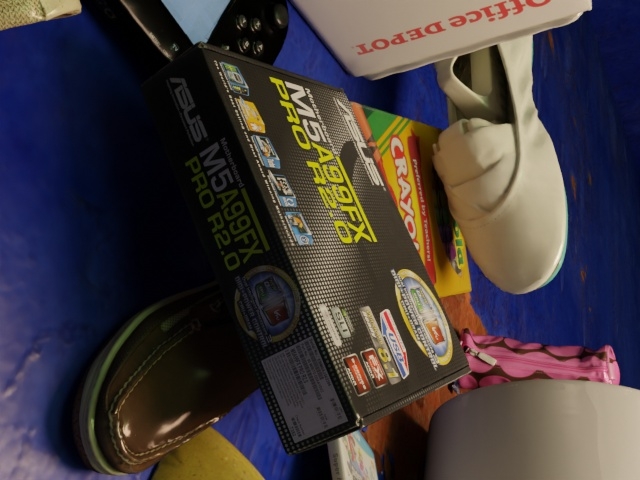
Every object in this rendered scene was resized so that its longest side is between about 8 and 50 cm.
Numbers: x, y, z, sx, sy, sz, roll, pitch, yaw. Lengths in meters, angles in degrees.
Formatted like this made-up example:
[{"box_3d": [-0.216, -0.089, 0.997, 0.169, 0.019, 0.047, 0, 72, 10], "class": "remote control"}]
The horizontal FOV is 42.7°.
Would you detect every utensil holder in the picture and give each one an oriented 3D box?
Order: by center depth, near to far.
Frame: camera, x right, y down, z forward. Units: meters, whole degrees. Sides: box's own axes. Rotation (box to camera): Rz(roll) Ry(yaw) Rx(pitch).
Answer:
[{"box_3d": [0.253, 0.382, 0.847, 0.327, 0.328, 0.385, 49, 39, -44], "class": "utensil holder"}]

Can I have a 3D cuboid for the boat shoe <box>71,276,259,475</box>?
[{"box_3d": [-0.067, 0.073, 0.588, 0.257, 0.095, 0.095, -45, 121, -56], "class": "boat shoe"}]

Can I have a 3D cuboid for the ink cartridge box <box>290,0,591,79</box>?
[{"box_3d": [0.068, -0.352, 0.772, 0.385, 0.279, 0.160, 42, 46, -49], "class": "ink cartridge box"}]

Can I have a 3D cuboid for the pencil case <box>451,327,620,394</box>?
[{"box_3d": [0.282, 0.166, 1.072, 0.098, 0.209, 0.095, 66, 32, -56], "class": "pencil case"}]

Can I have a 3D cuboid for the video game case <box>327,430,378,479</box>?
[{"box_3d": [0.037, 0.239, 0.742, 0.166, 0.015, 0.119, -100, 165, -46], "class": "video game case"}]

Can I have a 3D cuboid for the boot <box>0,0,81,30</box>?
[{"box_3d": [-0.170, -0.224, 0.442, 0.262, 0.095, 0.203, -38, 118, -34], "class": "boot"}]

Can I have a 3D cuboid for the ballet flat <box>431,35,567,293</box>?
[{"box_3d": [0.180, -0.128, 0.923, 0.139, 0.139, 0.400, 46, 38, -46], "class": "ballet flat"}]

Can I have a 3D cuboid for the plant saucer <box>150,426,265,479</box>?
[{"box_3d": [-0.041, 0.349, 0.571, 0.332, 0.081, 0.332, 60, 35, -34], "class": "plant saucer"}]

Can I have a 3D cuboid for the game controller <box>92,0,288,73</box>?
[{"box_3d": [-0.127, -0.236, 0.603, 0.319, 0.067, 0.166, 53, 39, -40], "class": "game controller"}]

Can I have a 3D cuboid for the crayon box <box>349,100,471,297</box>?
[{"box_3d": [0.085, -0.030, 0.910, 0.318, 0.081, 0.202, -3, 84, -62], "class": "crayon box"}]

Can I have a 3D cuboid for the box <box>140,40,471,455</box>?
[{"box_3d": [0.000, 0.000, 0.608, 0.216, 0.060, 0.270, -1, 66, -61], "class": "box"}]
